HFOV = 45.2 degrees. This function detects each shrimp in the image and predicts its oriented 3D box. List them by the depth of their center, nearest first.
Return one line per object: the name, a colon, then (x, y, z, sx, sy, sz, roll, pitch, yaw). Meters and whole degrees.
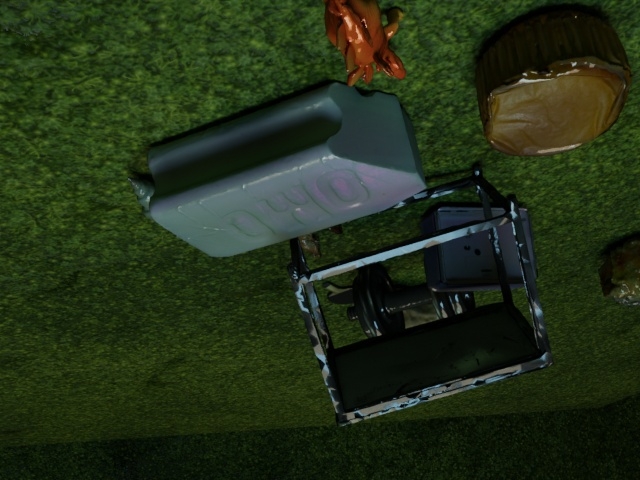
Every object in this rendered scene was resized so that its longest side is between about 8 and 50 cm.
shrimp: (0.000, 0.000, 1.403, 0.091, 0.025, 0.127, -13, 153, 6)

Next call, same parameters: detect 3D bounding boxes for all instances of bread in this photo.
bread: (0.288, -0.197, 0.967, 0.199, 0.104, 0.199, -3, 154, -2)

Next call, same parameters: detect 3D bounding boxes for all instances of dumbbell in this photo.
dumbbell: (0.184, 0.109, 1.510, 0.289, 0.192, 0.192, -18, 154, 22)

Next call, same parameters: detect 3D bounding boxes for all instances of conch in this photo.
conch: (-0.221, -0.050, 1.155, 0.088, 0.065, 0.180, 19, 169, 44)

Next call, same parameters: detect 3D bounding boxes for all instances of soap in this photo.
soap: (-0.041, -0.093, 1.072, 0.346, 0.115, 0.208, -17, 156, 17)

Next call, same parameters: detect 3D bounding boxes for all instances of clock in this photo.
clock: (0.284, 0.015, 1.383, 0.193, 0.145, 0.073, 0, 167, -18)

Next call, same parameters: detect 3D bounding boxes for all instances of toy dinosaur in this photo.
toy dinosaur: (0.035, -0.224, 0.801, 0.070, 0.117, 0.288, -18, 157, 22)

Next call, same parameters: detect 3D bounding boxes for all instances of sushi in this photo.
sushi: (0.742, 0.063, 1.651, 0.274, 0.140, 0.184, -10, 159, 19)

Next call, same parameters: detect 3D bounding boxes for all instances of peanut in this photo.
peanut: (0.240, 0.172, 1.739, 0.291, 0.143, 0.159, 13, 115, -30)

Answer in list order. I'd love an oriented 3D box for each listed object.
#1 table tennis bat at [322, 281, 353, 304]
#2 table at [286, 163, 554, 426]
table tennis bat: (0.050, 0.116, 1.695, 0.087, 0.013, 0.156, -19, 155, 23)
table: (0.140, 0.075, 1.191, 0.334, 0.272, 0.222, -17, -161, 3)
